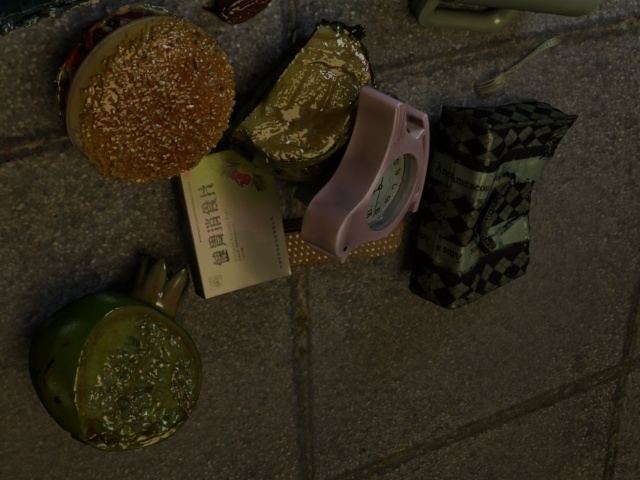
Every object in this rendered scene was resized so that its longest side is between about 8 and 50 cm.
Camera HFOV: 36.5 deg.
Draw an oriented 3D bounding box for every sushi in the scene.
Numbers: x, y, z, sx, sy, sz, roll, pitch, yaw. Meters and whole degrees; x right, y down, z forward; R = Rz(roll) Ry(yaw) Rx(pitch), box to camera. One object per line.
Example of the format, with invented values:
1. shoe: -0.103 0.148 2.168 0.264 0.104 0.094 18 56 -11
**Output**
1. sushi: -0.135 -0.404 1.633 0.120 0.055 0.052 -34 140 3

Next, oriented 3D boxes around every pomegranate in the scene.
1. pomegranate: -0.365 0.193 1.744 0.310 0.216 0.358 38 63 -39

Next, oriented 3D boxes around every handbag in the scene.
1. handbag: -0.439 -0.346 1.422 0.221 0.144 0.057 -23 128 -18
2. handbag: 0.361 -0.084 2.043 0.317 0.180 0.416 -12 121 -40

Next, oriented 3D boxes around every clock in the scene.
1. clock: 0.086 -0.122 1.678 0.275 0.080 0.290 -37 143 -38

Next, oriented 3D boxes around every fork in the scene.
1. fork: 0.414 -0.360 2.000 0.219 0.028 0.034 -32 124 -12

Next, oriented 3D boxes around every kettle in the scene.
1. kettle: 0.346 -0.514 1.788 0.318 0.265 0.205 -5 89 -31

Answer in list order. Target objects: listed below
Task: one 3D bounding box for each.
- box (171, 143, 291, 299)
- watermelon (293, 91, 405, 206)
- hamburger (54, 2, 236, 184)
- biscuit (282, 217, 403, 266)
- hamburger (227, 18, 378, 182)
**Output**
1. box: -0.162 -0.041 1.765 0.175 0.062 0.260 -16 105 -23
2. watermelon: 0.081 -0.165 1.839 0.193 0.140 0.256 -4 119 -62
3. hamburger: -0.279 -0.230 1.565 0.302 0.170 0.302 -15 124 -23
4. biscuit: 0.000 0.000 1.937 0.379 0.054 0.094 -8 119 -27
5. hamburger: -0.004 -0.230 1.707 0.211 0.132 0.309 40 83 -12
